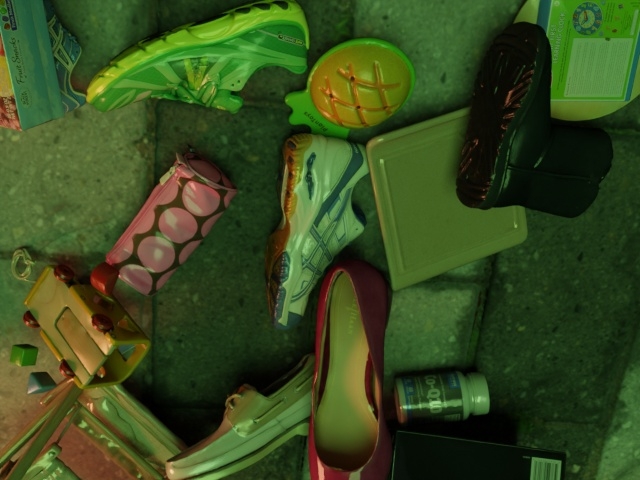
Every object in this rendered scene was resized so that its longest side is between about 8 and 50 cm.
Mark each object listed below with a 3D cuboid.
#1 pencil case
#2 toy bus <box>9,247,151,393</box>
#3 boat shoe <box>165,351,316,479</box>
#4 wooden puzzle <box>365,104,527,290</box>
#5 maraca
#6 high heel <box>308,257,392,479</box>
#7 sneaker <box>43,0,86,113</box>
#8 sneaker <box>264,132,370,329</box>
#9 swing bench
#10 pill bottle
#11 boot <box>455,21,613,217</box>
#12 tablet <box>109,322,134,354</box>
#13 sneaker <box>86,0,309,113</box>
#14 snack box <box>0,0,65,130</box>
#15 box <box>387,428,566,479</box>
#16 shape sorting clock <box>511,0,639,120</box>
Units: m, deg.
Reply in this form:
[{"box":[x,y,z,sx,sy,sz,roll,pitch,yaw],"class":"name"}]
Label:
[{"box":[-0.209,-0.023,1.145,0.098,0.095,0.209,19,115,-49],"class":"pencil case"},{"box":[-0.328,0.110,1.177,0.190,0.104,0.202,-4,84,29],"class":"toy bus"},{"box":[-0.099,0.263,1.251,0.302,0.113,0.103,-24,93,-22],"class":"boat shoe"},{"box":[0.176,-0.066,1.159,0.220,0.044,0.239,-19,119,-15],"class":"wooden puzzle"},{"box":[0.037,-0.190,1.085,0.127,0.099,0.185,37,130,-25],"class":"maraca"},{"box":[0.024,0.214,1.135,0.127,0.181,0.378,1,82,20],"class":"high heel"},{"box":[-0.343,-0.256,1.044,0.081,0.080,0.211,-10,119,-18],"class":"sneaker"},{"box":[0.000,0.000,1.161,0.130,0.112,0.297,2,121,-18],"class":"sneaker"},{"box":[-0.336,0.357,1.251,0.253,0.165,0.255,50,60,-20],"class":"swing bench"},{"box":[0.186,0.243,1.301,0.137,0.078,0.078,-7,115,-2],"class":"pill bottle"},{"box":[0.295,-0.148,1.096,0.207,0.094,0.247,0,112,-32],"class":"boot"},{"box":[-0.318,0.138,1.255,0.054,0.006,0.083,-32,114,10],"class":"tablet"},{"box":[-0.152,-0.208,1.053,0.295,0.109,0.124,-17,111,3],"class":"sneaker"},{"box":[-0.403,-0.231,0.986,0.207,0.070,0.175,14,120,35],"class":"snack box"},{"box":[0.211,0.350,1.285,0.261,0.184,0.103,9,80,-8],"class":"box"},{"box":[0.347,-0.255,1.105,0.206,0.040,0.206,-1,121,-2],"class":"shape sorting clock"}]
